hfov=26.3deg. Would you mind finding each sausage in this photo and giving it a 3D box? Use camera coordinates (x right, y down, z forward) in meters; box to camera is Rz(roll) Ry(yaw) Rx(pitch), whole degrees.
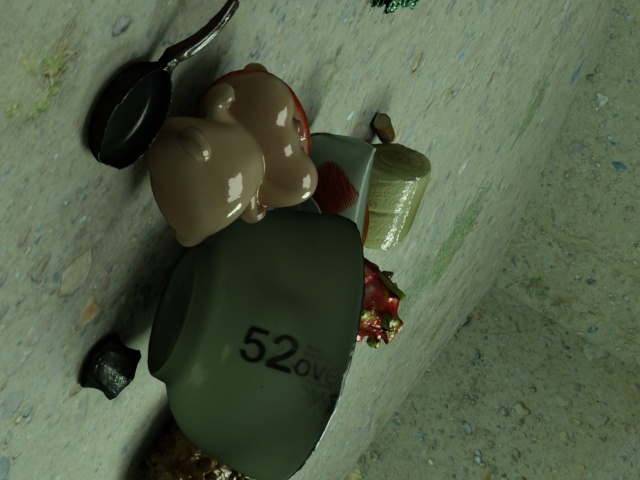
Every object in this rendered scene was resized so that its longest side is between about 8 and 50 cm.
[{"bbox_3d":[0.106,-0.181,2.261,0.031,0.031,0.107,-58,167,-6],"label":"sausage"}]

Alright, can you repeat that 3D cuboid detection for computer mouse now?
[{"bbox_3d":[-0.252,0.162,1.696,0.079,0.047,0.135,-56,168,-9],"label":"computer mouse"}]

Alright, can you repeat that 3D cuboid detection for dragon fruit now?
[{"bbox_3d":[0.074,0.105,2.447,0.160,0.172,0.166,-53,164,-24],"label":"dragon fruit"}]

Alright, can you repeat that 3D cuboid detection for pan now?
[{"bbox_3d":[-0.158,-0.164,1.353,0.212,0.040,0.115,-52,165,0],"label":"pan"}]

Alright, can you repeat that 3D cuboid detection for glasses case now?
[{"bbox_3d":[0.002,0.000,1.901,0.083,0.128,0.308,7,90,-39],"label":"glasses case"}]

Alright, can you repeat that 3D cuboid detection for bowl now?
[{"bbox_3d":[-0.100,0.112,1.705,0.354,0.185,0.354,-162,-90,-72],"label":"bowl"}]

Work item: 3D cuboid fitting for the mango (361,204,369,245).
[{"bbox_3d":[-0.031,0.030,2.036,0.289,0.129,0.146,-45,176,-16],"label":"mango"}]

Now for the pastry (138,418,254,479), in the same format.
[{"bbox_3d":[-0.158,0.352,2.112,0.275,0.193,0.275,-56,167,-20],"label":"pastry"}]

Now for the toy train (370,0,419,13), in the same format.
[{"bbox_3d":[0.111,-0.355,1.906,0.148,0.038,0.071,-31,146,-61],"label":"toy train"}]

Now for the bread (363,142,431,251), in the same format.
[{"bbox_3d":[0.098,-0.077,2.235,0.148,0.134,0.141,-54,165,-63],"label":"bread"}]

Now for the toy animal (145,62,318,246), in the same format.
[{"bbox_3d":[-0.091,-0.098,1.497,0.197,0.171,0.171,-39,156,-38],"label":"toy animal"}]
